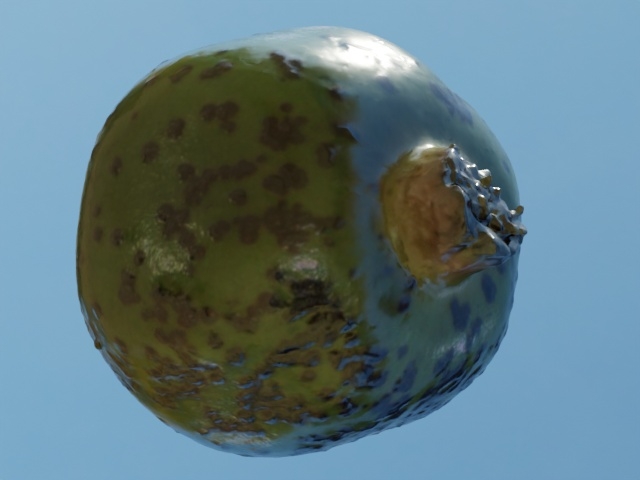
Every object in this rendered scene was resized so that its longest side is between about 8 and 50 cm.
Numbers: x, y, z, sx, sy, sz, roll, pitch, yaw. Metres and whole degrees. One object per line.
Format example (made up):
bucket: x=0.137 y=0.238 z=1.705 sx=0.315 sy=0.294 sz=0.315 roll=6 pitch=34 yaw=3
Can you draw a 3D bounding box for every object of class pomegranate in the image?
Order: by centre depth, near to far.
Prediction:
pomegranate: x=0.000 y=0.000 z=1.084 sx=0.270 sy=0.254 sz=0.254 roll=-10 pitch=-103 yaw=41
